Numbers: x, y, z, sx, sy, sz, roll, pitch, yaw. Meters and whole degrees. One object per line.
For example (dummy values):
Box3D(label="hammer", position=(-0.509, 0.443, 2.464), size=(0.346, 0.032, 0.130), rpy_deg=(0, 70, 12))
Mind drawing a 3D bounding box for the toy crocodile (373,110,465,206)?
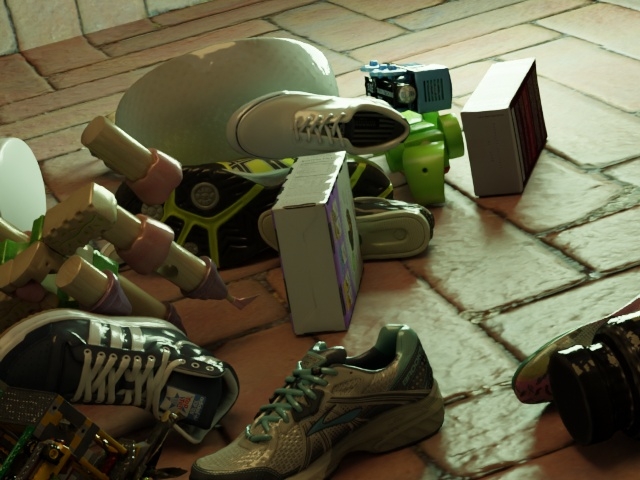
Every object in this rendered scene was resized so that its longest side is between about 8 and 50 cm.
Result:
Box3D(label="toy crocodile", position=(0.140, -0.138, 2.338), size=(0.115, 0.105, 0.340), rpy_deg=(-14, 16, -5))

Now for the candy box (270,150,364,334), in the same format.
Box3D(label="candy box", position=(0.000, 0.000, 1.933), size=(0.070, 0.165, 0.196), rpy_deg=(-6, 20, 10))

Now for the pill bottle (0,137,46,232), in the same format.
Box3D(label="pill bottle", position=(-0.607, -0.044, 2.326), size=(0.363, 0.210, 0.210), rpy_deg=(-6, 21, 13))

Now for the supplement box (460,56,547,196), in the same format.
Box3D(label="supplement box", position=(0.268, -0.167, 2.276), size=(0.073, 0.130, 0.239), rpy_deg=(-5, 21, 20))

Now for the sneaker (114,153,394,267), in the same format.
Box3D(label="sneaker", position=(-0.092, -0.048, 2.187), size=(0.385, 0.145, 0.147), rpy_deg=(-1, 13, 0))

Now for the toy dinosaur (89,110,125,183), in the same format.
Box3D(label="toy dinosaur", position=(-0.325, -0.163, 2.622), size=(0.296, 0.127, 0.200), rpy_deg=(2, 31, 47))

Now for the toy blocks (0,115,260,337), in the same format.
Box3D(label="toy blocks", position=(-0.263, 0.077, 1.864), size=(0.288, 0.260, 0.309), rpy_deg=(-30, 39, 28))

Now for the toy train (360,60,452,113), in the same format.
Box3D(label="toy train", position=(0.124, -0.226, 2.327), size=(0.105, 0.080, 0.184), rpy_deg=(-7, 11, -13))

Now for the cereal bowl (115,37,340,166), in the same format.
Box3D(label="cereal bowl", position=(-0.125, -0.150, 2.302), size=(0.339, 0.141, 0.339), rpy_deg=(-13, -22, -5))

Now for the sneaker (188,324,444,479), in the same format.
Box3D(label="sneaker", position=(-0.012, 0.165, 1.563), size=(0.283, 0.122, 0.110), rpy_deg=(-23, 22, -27))

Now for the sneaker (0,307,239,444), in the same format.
Box3D(label="sneaker", position=(-0.205, 0.146, 1.639), size=(0.153, 0.099, 0.282), rpy_deg=(31, 19, 35))

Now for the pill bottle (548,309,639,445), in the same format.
Box3D(label="pill bottle", position=(0.335, 0.119, 1.494), size=(0.219, 0.123, 0.123), rpy_deg=(-16, 21, -12))

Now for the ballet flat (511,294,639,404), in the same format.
Box3D(label="ballet flat", position=(0.298, 0.117, 1.609), size=(0.221, 0.077, 0.079), rpy_deg=(-24, 43, -31))

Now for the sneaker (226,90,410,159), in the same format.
Box3D(label="sneaker", position=(0.002, -0.157, 2.120), size=(0.258, 0.094, 0.091), rpy_deg=(-9, 12, -27))

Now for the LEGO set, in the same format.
Box3D(label="LEGO set", position=(-0.280, 0.259, 1.463), size=(0.331, 0.192, 0.255), rpy_deg=(-10, 45, 48))

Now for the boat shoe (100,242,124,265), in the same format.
Box3D(label="boat shoe", position=(-0.272, 0.014, 2.240), size=(0.035, 0.035, 0.100), rpy_deg=(1, 17, 38))

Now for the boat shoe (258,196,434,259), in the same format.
Box3D(label="boat shoe", position=(0.035, -0.018, 2.084), size=(0.233, 0.084, 0.079), rpy_deg=(1, 23, 13))
